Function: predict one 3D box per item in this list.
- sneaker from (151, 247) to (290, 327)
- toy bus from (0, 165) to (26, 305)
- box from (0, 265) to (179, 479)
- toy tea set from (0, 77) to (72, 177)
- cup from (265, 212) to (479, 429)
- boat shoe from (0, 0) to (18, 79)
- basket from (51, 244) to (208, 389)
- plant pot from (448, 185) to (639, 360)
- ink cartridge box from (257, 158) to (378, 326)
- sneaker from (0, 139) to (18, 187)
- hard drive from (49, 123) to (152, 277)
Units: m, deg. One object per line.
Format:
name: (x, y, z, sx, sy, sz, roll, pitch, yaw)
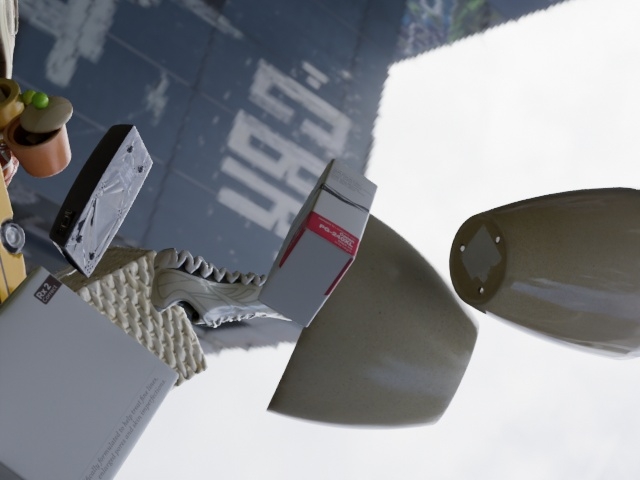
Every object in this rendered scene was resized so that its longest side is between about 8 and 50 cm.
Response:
sneaker: (-0.173, 0.110, 2.069, 0.110, 0.292, 0.118, 140, -37, -61)
toy bus: (-0.518, -0.053, 1.608, 0.108, 0.130, 0.333, -10, -83, 29)
box: (-0.270, 0.158, 1.095, 0.119, 0.182, 0.181, -35, -161, 53)
toy tea set: (-0.466, -0.152, 1.384, 0.336, 0.124, 0.200, -9, -134, 3)
cup: (0.093, 0.148, 1.665, 0.331, 0.237, 0.331, 25, 90, -89)
boat shoe: (-0.484, -0.324, 1.625, 0.110, 0.121, 0.341, -73, -179, -47)
basket: (-0.481, 0.211, 2.525, 0.328, 0.331, 0.266, -30, -167, -32)
plant pot: (0.326, 0.035, 1.592, 0.256, 0.274, 0.257, -16, -109, 57)
ink cartridge box: (0.000, 0.000, 1.189, 0.109, 0.063, 0.150, -57, -174, 34)
sneaker: (-0.580, -0.157, 2.081, 0.175, 0.064, 0.067, -79, 180, -53)
hard drive: (-0.393, -0.075, 2.026, 0.054, 0.172, 0.255, 22, -108, 13)
